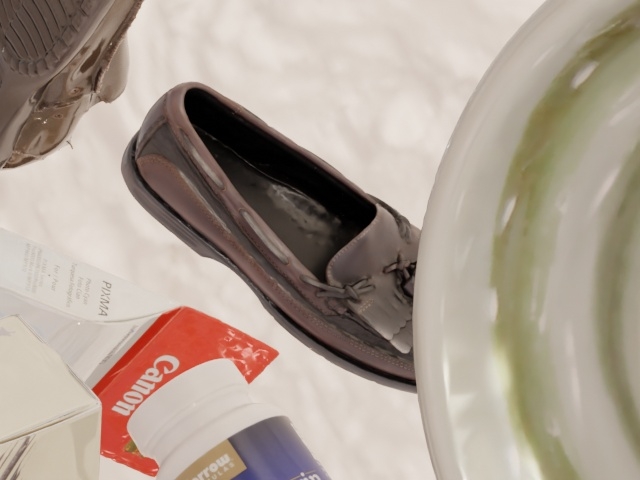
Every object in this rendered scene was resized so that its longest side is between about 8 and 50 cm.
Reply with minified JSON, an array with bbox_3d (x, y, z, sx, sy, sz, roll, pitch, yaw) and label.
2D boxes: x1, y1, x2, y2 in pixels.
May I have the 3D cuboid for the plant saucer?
[{"bbox_3d":[0.218,0.056,0.771,0.400,0.100,0.400,8,102,43],"label":"plant saucer"}]

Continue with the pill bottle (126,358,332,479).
[{"bbox_3d":[-0.066,0.253,1.714,0.265,0.153,0.153,53,150,18],"label":"pill bottle"}]

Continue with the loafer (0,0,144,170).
[{"bbox_3d":[-0.233,-0.187,1.610,0.366,0.130,0.134,-42,66,50],"label":"loafer"}]

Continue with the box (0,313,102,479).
[{"bbox_3d":[-0.209,0.194,1.148,0.113,0.094,0.275,39,136,39],"label":"box"}]

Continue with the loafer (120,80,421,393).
[{"bbox_3d":[0.000,0.000,1.230,0.302,0.109,0.095,34,143,0],"label":"loafer"}]

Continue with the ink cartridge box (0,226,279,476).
[{"bbox_3d":[-0.287,0.162,2.018,0.385,0.091,0.308,26,132,-22],"label":"ink cartridge box"}]
